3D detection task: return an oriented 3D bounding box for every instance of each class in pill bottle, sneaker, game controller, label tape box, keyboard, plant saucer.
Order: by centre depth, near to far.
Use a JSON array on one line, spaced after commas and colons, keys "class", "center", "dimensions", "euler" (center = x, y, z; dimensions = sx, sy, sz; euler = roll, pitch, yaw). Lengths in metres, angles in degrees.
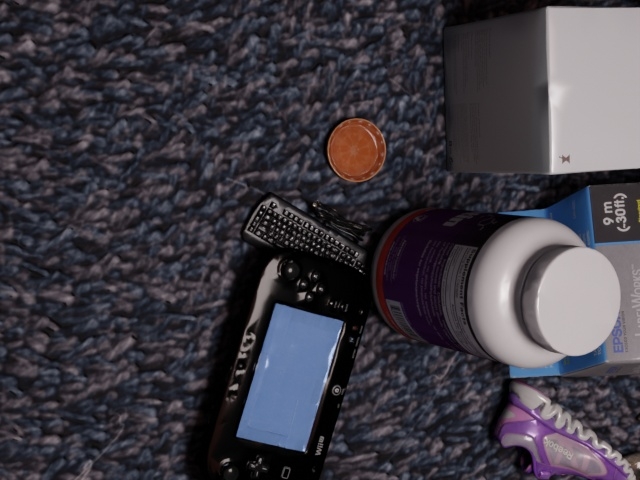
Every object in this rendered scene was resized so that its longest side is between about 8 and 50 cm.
[{"class": "pill bottle", "center": [0.212, 0.056, 1.479], "dimensions": [0.181, 0.323, 0.181], "euler": [-3, 96, -29]}, {"class": "game controller", "center": [-0.043, 0.173, 1.524], "dimensions": [0.166, 0.067, 0.319], "euler": [17, 89, -16]}, {"class": "keyboard", "center": [0.000, 0.000, 1.552], "dimensions": [0.192, 0.038, 0.100], "euler": [30, 82, -22]}, {"class": "plant saucer", "center": [0.046, -0.119, 1.575], "dimensions": [0.083, 0.013, 0.083], "euler": [-1, 93, -22]}, {"class": "label tape box", "center": [0.412, 0.052, 1.579], "dimensions": [0.334, 0.106, 0.240], "euler": [-3, 75, 3]}, {"class": "sneaker", "center": [0.334, 0.296, 1.681], "dimensions": [0.236, 0.095, 0.104], "euler": [36, 86, -15]}]

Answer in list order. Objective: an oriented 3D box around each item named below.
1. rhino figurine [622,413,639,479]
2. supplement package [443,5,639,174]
[{"class": "rhino figurine", "center": [0.522, 0.289, 1.760], "dimensions": [0.243, 0.073, 0.106], "euler": [-42, 104, -13]}, {"class": "supplement package", "center": [0.306, -0.188, 1.540], "dimensions": [0.198, 0.263, 0.199], "euler": [-4, 95, -21]}]
